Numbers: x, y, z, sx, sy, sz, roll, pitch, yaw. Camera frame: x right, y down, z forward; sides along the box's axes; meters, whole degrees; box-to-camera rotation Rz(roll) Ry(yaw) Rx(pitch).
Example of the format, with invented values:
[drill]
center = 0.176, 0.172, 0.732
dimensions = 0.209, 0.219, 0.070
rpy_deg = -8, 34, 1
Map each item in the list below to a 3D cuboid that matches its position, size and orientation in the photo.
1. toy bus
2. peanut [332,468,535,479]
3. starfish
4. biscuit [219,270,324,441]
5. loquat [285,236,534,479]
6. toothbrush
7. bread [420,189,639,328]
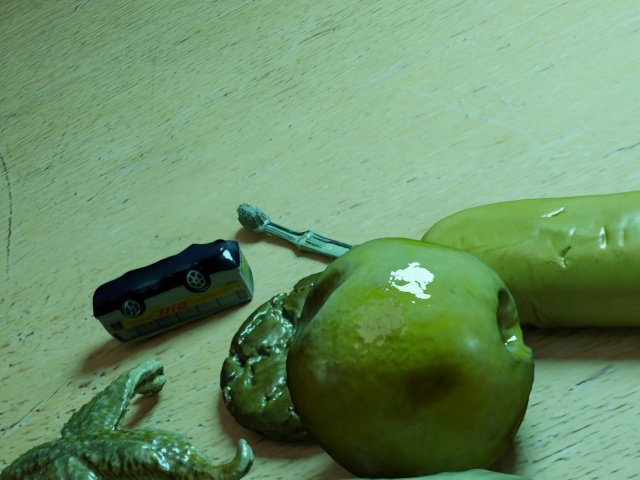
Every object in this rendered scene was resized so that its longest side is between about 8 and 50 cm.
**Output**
[toy bus]
center = -0.159, 0.056, 1.340
dimensions = 0.172, 0.072, 0.057
rpy_deg = -21, 36, 10
[peanut]
center = 0.046, 0.246, 0.887
dimensions = 0.325, 0.140, 0.153
rpy_deg = -15, 52, 24
[starfish]
center = -0.217, 0.226, 1.147
dimensions = 0.375, 0.094, 0.327
rpy_deg = -10, 40, 36
[biscuit]
center = -0.001, 0.103, 1.190
dimensions = 0.226, 0.042, 0.226
rpy_deg = -21, 34, 15
[loquat]
center = 0.065, 0.095, 1.005
dimensions = 0.213, 0.213, 0.213
rpy_deg = -20, 35, 15
[toothbrush]
center = 0.003, 0.004, 1.332
dimensions = 0.294, 0.028, 0.026
rpy_deg = 21, 59, 43
[bread]
center = 0.226, 0.013, 1.097
dimensions = 0.305, 0.091, 0.142
rpy_deg = -5, 46, 33
